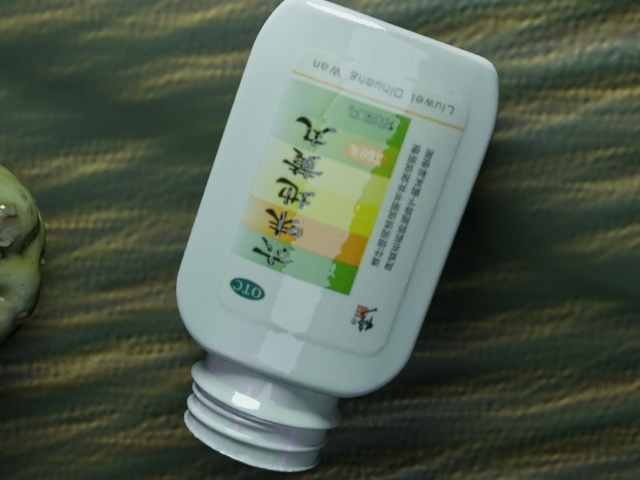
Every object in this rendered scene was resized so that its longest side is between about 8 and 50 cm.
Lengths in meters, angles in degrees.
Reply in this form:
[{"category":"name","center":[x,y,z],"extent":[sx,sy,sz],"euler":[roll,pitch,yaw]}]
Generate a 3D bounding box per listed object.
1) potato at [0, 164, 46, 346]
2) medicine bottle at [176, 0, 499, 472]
[{"category":"potato","center":[-0.312,0.046,0.805],"extent":[0.165,0.165,0.262],"euler":[41,95,-5]},{"category":"medicine bottle","center":[0.000,0.000,0.800],"extent":[0.179,0.124,0.324],"euler":[20,102,-1]}]
